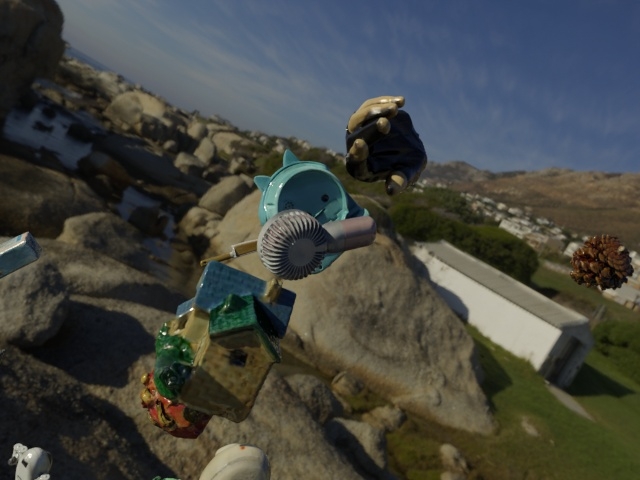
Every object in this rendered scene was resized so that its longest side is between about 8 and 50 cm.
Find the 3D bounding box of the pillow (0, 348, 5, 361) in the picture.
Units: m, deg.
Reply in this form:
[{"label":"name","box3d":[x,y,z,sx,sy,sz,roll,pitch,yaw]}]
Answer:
[{"label":"pillow","box3d":[-1.128,0.474,1.640,0.101,0.228,0.326,35,19,-4]}]

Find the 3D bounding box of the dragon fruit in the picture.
[{"label":"dragon fruit","box3d":[-0.510,0.562,1.941,0.291,0.250,0.269,39,-15,0]}]

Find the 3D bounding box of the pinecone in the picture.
[{"label":"pinecone","box3d":[0.784,0.067,1.522,0.173,0.174,0.173,30,5,-3]}]

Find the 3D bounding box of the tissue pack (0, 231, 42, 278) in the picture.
[{"label":"tissue pack","box3d":[-0.648,0.031,1.147,0.059,0.094,0.074,66,-10,-26]}]

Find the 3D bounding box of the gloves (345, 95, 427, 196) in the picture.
[{"label":"gloves","box3d":[0.120,-0.175,1.029,0.197,0.152,0.301,63,12,6]}]

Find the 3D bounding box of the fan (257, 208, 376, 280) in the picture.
[{"label":"fan","box3d":[0.000,0.000,1.038,0.244,0.130,0.074,-11,25,-26]}]

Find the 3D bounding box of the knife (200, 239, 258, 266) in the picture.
[{"label":"knife","box3d":[-0.293,0.037,1.877,0.022,0.256,0.046,136,-64,-78]}]

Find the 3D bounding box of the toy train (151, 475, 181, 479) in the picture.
[{"label":"toy train","box3d":[-0.346,0.587,1.179,0.099,0.081,0.149,5,14,12]}]

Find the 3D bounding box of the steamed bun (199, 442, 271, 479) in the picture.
[{"label":"steamed bun","box3d":[-0.235,0.647,1.468,0.177,0.228,0.131,31,4,-21]}]

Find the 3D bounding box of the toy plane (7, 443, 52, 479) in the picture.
[{"label":"toy plane","box3d":[-0.699,0.572,1.324,0.174,0.174,0.080,32,30,26]}]

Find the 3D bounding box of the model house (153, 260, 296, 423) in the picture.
[{"label":"model house","box3d":[-0.262,0.255,1.537,0.334,0.343,0.382,24,10,-15]}]

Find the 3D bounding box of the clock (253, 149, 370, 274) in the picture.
[{"label":"clock","box3d":[-0.032,-0.075,1.288,0.274,0.223,0.094,51,-15,-19]}]
